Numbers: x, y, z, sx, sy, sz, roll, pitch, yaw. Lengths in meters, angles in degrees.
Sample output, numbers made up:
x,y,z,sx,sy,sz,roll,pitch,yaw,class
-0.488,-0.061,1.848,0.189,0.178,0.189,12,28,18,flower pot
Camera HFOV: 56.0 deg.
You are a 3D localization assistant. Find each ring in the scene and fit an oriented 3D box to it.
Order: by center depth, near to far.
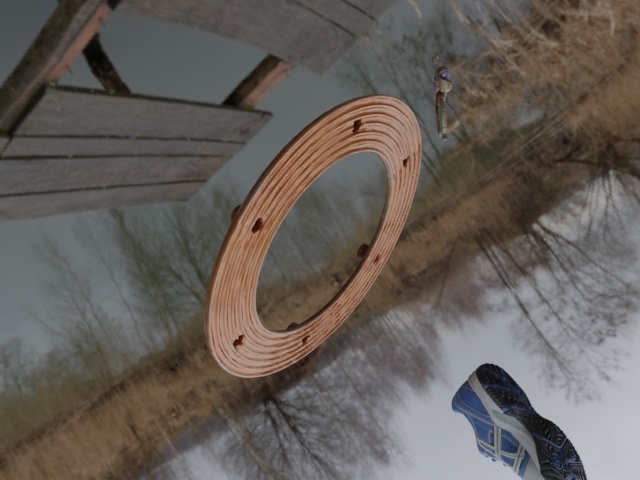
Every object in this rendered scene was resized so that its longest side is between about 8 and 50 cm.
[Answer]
x,y,z,sx,sy,sz,roll,pitch,yaw,class
0.000,0.000,0.648,0.337,0.032,0.336,-39,147,-32,ring

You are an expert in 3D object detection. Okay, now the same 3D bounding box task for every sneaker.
x,y,z,sx,sy,sz,roll,pitch,yaw,class
0.254,0.259,0.767,0.080,0.211,0.081,-14,152,-50,sneaker

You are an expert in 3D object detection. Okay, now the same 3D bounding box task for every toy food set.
x,y,z,sx,sy,sz,roll,pitch,yaw,class
0.180,-0.208,0.881,0.019,0.122,0.078,-5,-169,4,toy food set
